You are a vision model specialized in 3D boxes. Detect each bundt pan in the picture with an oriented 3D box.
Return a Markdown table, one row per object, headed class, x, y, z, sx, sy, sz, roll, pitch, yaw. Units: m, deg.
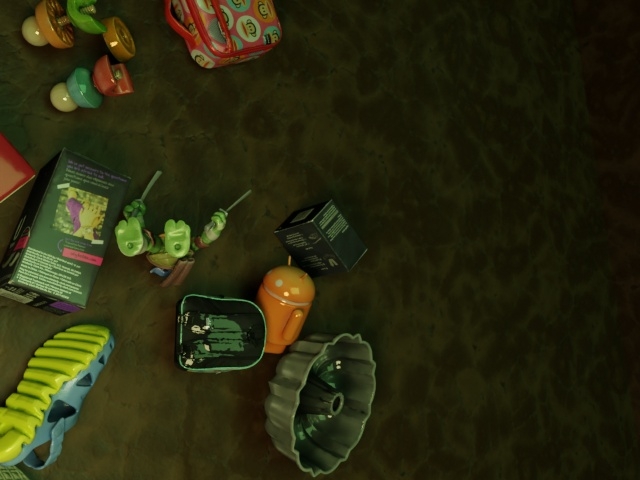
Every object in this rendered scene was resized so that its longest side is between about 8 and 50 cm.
| class | x | y | z | sx | sy | sz | roll | pitch | yaw |
| --- | --- | --- | --- | --- | --- | --- | --- | --- | --- |
| bundt pan | -0.010 | 0.359 | 1.626 | 0.331 | 0.124 | 0.330 | -18 | 113 | -52 |

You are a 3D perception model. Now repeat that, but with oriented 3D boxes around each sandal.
| class | x | y | z | sx | sy | sz | roll | pitch | yaw |
| --- | --- | --- | --- | --- | --- | --- | --- | --- | --- |
| sandal | -0.492 | 0.294 | 1.324 | 0.317 | 0.126 | 0.138 | -57 | 144 | -34 |

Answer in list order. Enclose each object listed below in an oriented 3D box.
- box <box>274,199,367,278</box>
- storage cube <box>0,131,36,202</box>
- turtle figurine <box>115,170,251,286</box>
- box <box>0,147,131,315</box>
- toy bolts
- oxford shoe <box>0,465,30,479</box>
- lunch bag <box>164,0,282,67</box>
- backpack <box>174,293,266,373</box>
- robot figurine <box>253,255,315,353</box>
| class | x | y | z | sx | sy | sz | roll | pitch | yaw |
| --- | --- | --- | --- | --- | --- | --- | --- | --- | --- |
| box | 0.000 | 0.000 | 1.725 | 0.158 | 0.156 | 0.093 | 54 | 53 | -17 |
| storage cube | -0.646 | -0.119 | 1.224 | 0.193 | 0.184 | 0.215 | 54 | 55 | -18 |
| turtle figurine | -0.303 | -0.046 | 1.434 | 0.198 | 0.266 | 0.274 | 35 | 91 | -1 |
| box | -0.488 | -0.012 | 1.338 | 0.143 | 0.165 | 0.270 | 26 | 66 | -30 |
| toy bolts | -0.488 | -0.370 | 1.462 | 0.218 | 0.159 | 0.228 | 24 | 48 | -76 |
| oxford shoe | -0.536 | 0.497 | 1.227 | 0.130 | 0.169 | 0.449 | -42 | 110 | 2 |
| lunch bag | -0.249 | -0.559 | 1.669 | 0.258 | 0.120 | 0.293 | -24 | 95 | -34 |
| backpack | -0.215 | 0.200 | 1.518 | 0.189 | 0.144 | 0.165 | 2 | 78 | -14 |
| robot figurine | -0.090 | 0.149 | 1.615 | 0.128 | 0.219 | 0.158 | 25 | 18 | 6 |
